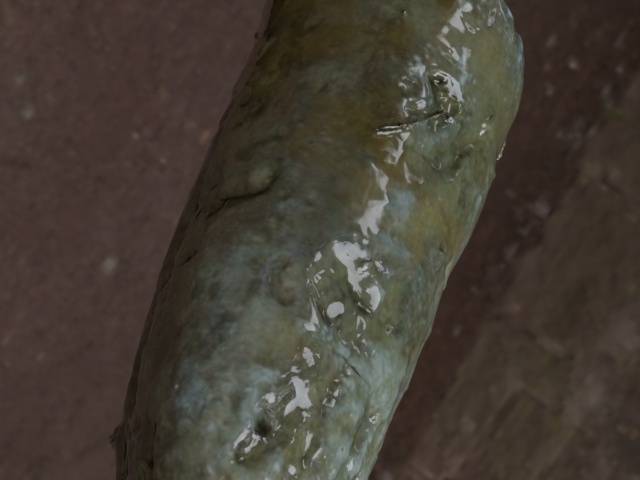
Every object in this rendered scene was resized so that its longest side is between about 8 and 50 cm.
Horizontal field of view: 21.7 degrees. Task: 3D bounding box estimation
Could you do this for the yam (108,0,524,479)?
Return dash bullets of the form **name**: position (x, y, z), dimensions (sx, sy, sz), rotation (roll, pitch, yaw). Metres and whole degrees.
- **yam**: position (0.000, 0.000, 0.714), dimensions (0.133, 0.133, 0.330), rotation (98, 10, -53)
